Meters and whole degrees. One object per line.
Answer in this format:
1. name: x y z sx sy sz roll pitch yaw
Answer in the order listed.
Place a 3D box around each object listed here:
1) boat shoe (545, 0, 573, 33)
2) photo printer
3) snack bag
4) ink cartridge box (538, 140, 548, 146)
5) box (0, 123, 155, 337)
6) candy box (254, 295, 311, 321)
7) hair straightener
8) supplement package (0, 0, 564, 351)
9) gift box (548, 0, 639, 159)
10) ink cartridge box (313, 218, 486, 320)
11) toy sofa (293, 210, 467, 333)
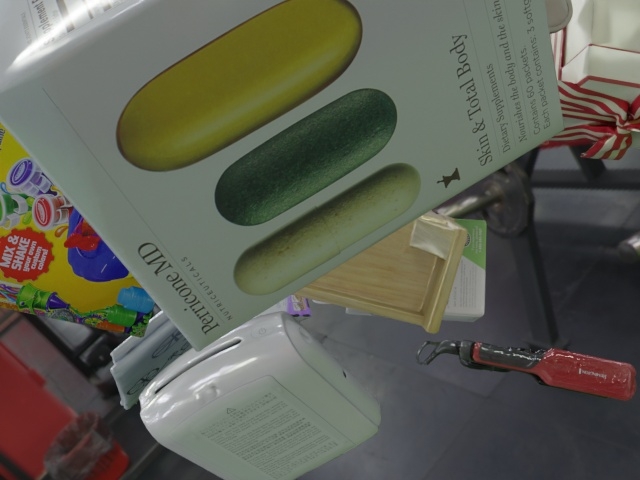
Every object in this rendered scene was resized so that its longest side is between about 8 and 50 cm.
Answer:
1. boat shoe: 0.222 -0.318 0.882 0.075 0.206 0.065 -55 -16 4
2. photo printer: -0.085 0.235 1.012 0.256 0.307 0.107 -31 45 11
3. snack bag: -0.204 0.131 1.147 0.323 0.037 0.342 -42 -8 -23
4. ink cartridge box: 0.263 -0.213 1.379 0.207 0.117 0.283 -5 -4 -34
5. box: -0.312 -0.073 0.824 0.177 0.279 0.289 21 93 60
6. candy box: -0.129 0.126 1.788 0.070 0.164 0.196 -27 -21 38
7. hair straightener: 0.215 0.140 0.770 0.089 0.231 0.047 117 159 -78
8. supplement package: -0.031 -0.115 0.429 0.263 0.199 0.198 -31 42 -3
9. gift box: 0.420 -0.263 1.020 0.255 0.277 0.258 97 179 -80
10. ink cartridge box: 0.163 0.057 1.501 0.354 0.207 0.119 4 -13 1
11. toy sofa: 0.000 0.000 0.971 0.177 0.363 0.150 -118 42 -78
